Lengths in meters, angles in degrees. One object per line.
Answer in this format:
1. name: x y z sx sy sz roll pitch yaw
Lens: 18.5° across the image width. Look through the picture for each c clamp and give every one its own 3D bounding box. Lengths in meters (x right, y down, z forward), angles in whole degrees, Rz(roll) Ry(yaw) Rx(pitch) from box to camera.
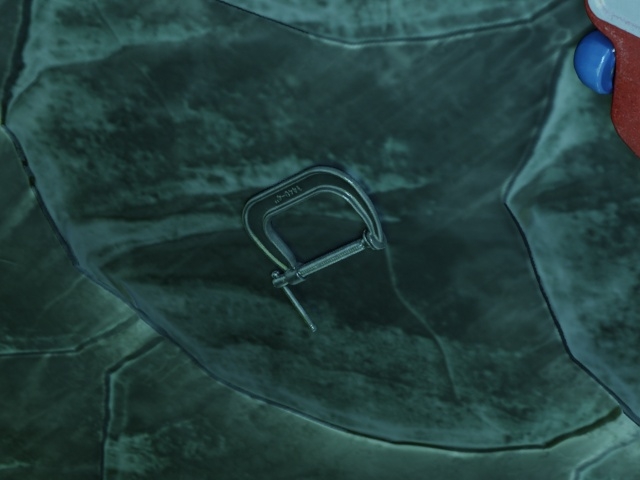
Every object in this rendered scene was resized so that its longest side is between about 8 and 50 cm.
1. c clamp: 0.000 0.000 1.754 0.137 0.022 0.160 48 134 -11

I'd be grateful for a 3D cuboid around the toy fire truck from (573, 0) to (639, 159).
1. toy fire truck: 0.294 -0.139 1.407 0.254 0.169 0.302 34 143 33
